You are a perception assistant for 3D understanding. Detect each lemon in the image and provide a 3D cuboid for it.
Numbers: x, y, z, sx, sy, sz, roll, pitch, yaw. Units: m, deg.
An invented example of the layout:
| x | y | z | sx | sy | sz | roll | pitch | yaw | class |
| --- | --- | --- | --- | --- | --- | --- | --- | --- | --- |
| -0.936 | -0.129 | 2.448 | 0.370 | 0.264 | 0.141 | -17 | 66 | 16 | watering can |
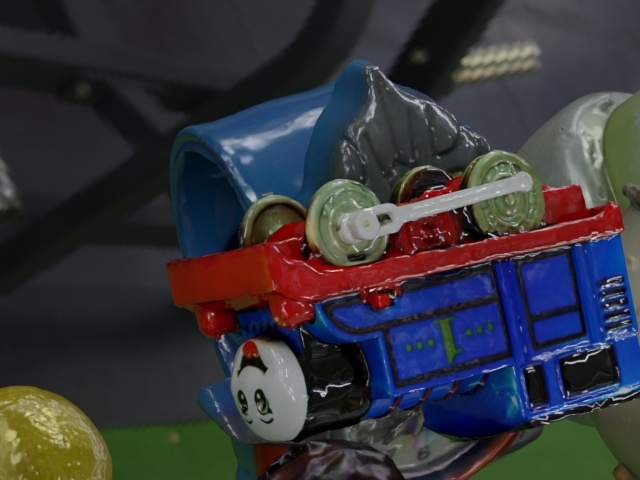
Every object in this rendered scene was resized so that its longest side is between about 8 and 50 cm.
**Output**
| x | y | z | sx | sy | sz | roll | pitch | yaw | class |
| --- | --- | --- | --- | --- | --- | --- | --- | --- | --- |
| -0.292 | 0.234 | 1.827 | 0.203 | 0.178 | 0.178 | 29 | 37 | -61 | lemon |

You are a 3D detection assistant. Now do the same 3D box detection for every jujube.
| x | y | z | sx | sy | sz | roll | pitch | yaw | class |
| --- | --- | --- | --- | --- | --- | --- | --- | --- | --- |
| 0.005 | 0.160 | 0.906 | 0.166 | 0.104 | 0.104 | 84 | -3 | -52 | jujube |

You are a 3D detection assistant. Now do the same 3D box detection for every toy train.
| x | y | z | sx | sy | sz | roll | pitch | yaw | class |
| --- | --- | --- | --- | --- | --- | --- | --- | --- | --- |
| 0.045 | 0.032 | 0.821 | 0.204 | 0.083 | 0.131 | -11 | 91 | -35 | toy train |

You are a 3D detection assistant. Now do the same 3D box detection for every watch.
| x | y | z | sx | sy | sz | roll | pitch | yaw | class |
| --- | --- | --- | --- | --- | --- | --- | --- | --- | --- |
| 0.000 | 0.000 | 1.181 | 0.274 | 0.241 | 0.305 | -134 | -148 | -53 | watch |

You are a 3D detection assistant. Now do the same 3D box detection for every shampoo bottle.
| x | y | z | sx | sy | sz | roll | pitch | yaw | class |
| --- | --- | --- | --- | --- | --- | --- | --- | --- | --- |
| 0.311 | 0.017 | 1.788 | 0.322 | 0.317 | 0.322 | 31 | 37 | -28 | shampoo bottle |

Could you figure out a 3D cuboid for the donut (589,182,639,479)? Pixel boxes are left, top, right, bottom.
| x | y | z | sx | sy | sz | roll | pitch | yaw | class |
| --- | --- | --- | --- | --- | --- | --- | --- | --- | --- |
| 0.300 | 0.013 | 1.111 | 0.142 | 0.382 | 0.382 | 36 | 33 | -18 | donut |
